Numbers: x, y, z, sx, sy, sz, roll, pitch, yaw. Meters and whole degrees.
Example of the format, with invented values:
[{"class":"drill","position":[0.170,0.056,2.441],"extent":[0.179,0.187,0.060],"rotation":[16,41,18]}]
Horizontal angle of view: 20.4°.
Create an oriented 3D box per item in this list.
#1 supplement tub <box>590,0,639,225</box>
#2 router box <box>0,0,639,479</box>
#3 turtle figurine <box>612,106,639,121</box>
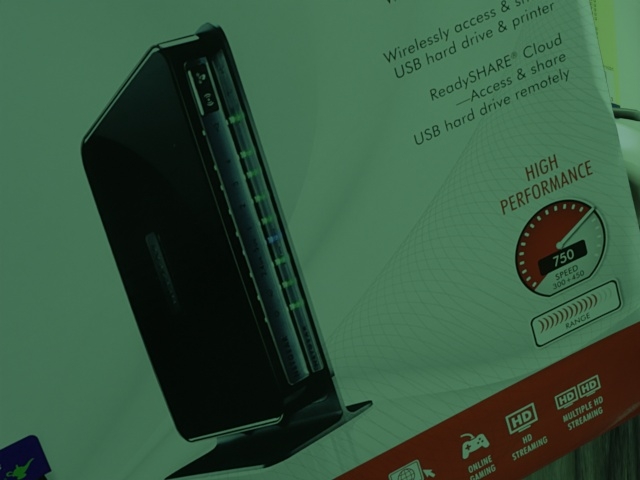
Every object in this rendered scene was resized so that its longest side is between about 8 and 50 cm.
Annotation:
[{"class":"supplement tub","position":[0.183,-0.172,1.591],"extent":[0.235,0.235,0.324],"rotation":[52,35,-58]},{"class":"router box","position":[-0.053,-0.005,0.649],"extent":[0.082,0.335,0.301],"rotation":[36,-32,58]},{"class":"turtle figurine","position":[0.081,-0.011,1.201],"extent":[0.266,0.275,0.197],"rotation":[-15,131,-50]}]
